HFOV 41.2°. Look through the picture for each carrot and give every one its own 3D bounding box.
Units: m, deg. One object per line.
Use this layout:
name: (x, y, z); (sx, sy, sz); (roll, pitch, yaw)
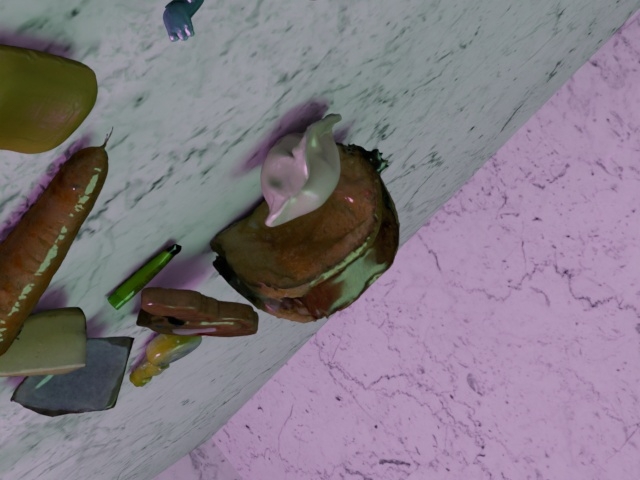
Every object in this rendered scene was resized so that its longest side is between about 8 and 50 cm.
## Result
carrot: (-0.267, 0.006, 0.801); (0.298, 0.078, 0.078); (-49, 167, 19)

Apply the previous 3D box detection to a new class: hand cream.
hand cream: (-0.237, 0.047, 1.160); (0.122, 0.023, 0.036); (-41, 171, 0)

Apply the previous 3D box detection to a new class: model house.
model house: (-0.351, 0.197, 1.232); (0.165, 0.106, 0.152); (-1, 172, -11)

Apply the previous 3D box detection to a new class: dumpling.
dumpling: (-0.019, -0.101, 1.111); (0.169, 0.100, 0.134); (-34, 164, -32)

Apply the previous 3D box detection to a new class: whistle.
whistle: (-0.293, 0.208, 1.562); (0.104, 0.057, 0.198); (-15, 161, -49)

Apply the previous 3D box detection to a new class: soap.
soap: (-0.216, -0.097, 0.599); (0.089, 0.045, 0.140); (-47, 167, 17)

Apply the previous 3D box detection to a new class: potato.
potato: (-0.352, 0.123, 1.028); (0.120, 0.081, 0.149); (-1, 169, -24)

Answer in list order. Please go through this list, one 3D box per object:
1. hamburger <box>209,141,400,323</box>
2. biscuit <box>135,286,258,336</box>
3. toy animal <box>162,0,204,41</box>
hamburger: (0.000, 0.000, 1.299); (0.308, 0.211, 0.132); (-39, 164, 0)
biscuit: (-0.191, 0.114, 1.276); (0.183, 0.047, 0.320); (-2, 166, 1)
toy animal: (-0.062, -0.202, 0.615); (0.103, 0.100, 0.208); (-20, -166, 40)
